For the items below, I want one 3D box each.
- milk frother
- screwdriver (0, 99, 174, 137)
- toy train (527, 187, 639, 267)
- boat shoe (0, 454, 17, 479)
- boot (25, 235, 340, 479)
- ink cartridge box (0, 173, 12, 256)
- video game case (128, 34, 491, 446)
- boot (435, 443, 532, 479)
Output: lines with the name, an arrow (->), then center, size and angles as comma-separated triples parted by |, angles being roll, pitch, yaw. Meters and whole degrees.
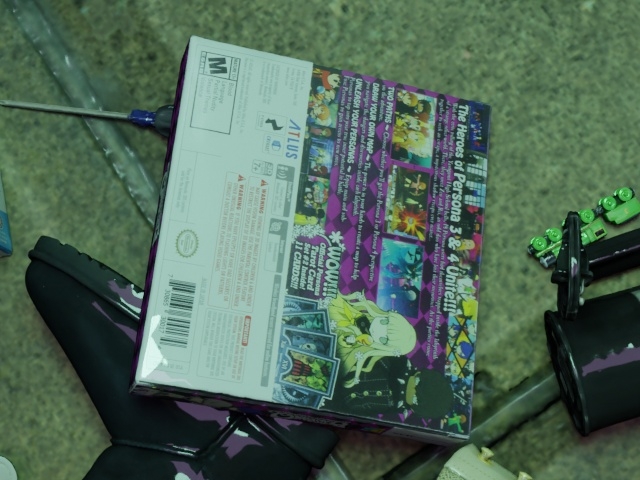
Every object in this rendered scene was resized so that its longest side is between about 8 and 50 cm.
milk frother -> 0.209, 0.040, 0.786 | 0.135, 0.143, 0.129 | -16, 75, 1
screwdriver -> -0.146, -0.091, 0.898 | 0.170, 0.024, 0.025 | 11, 51, 12
toy train -> 0.179, -0.008, 0.860 | 0.083, 0.017, 0.023 | -30, 90, -2
boat shoe -> -0.260, 0.169, 0.847 | 0.125, 0.038, 0.046 | -23, 98, 1
boot -> -0.139, 0.141, 0.814 | 0.246, 0.094, 0.207 | 37, 80, 3
ink cartridge box -> -0.274, -0.058, 0.861 | 0.090, 0.092, 0.143 | -12, 78, 2
video game case -> 0.000, 0.000, 0.807 | 0.210, 0.042, 0.232 | 11, 69, -13
boot -> 0.176, 0.181, 0.783 | 0.203, 0.095, 0.262 | 35, 61, 27
